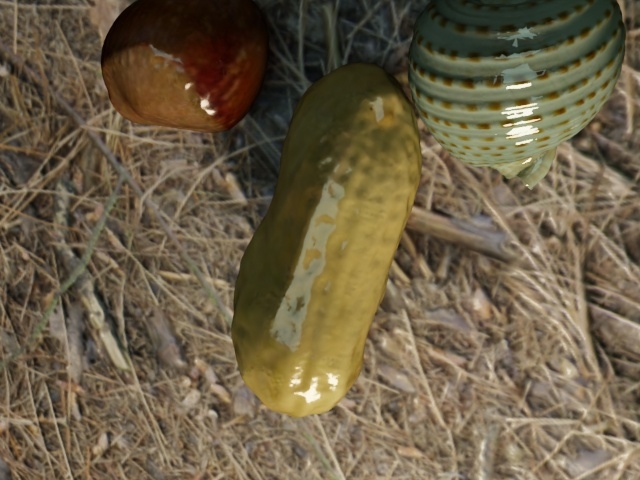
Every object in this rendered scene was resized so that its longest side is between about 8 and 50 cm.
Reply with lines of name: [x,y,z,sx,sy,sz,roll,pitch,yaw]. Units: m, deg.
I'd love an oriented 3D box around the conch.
conch: [0.146,-0.130,0.714,0.172,0.131,0.200,7,106,19]

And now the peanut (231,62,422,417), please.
peanut: [0.000,0.000,0.805,0.147,0.147,0.319,16,101,17]

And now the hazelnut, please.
hazelnut: [-0.121,-0.166,0.814,0.154,0.143,0.143,7,108,37]
